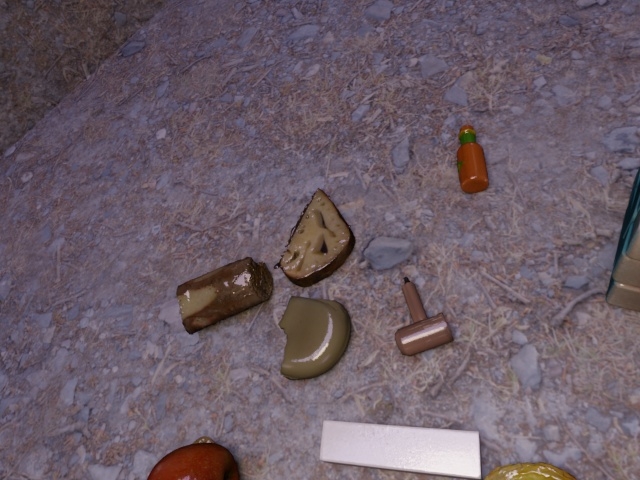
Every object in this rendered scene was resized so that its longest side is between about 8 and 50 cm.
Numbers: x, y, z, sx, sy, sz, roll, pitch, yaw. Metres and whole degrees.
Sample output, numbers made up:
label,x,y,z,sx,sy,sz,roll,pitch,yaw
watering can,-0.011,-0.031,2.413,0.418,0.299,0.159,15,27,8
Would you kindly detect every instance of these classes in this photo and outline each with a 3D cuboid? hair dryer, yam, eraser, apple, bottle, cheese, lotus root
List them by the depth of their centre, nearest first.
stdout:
label,x,y,z,sx,sy,sz,roll,pitch,yaw
eraser,0.152,0.400,0.892,0.297,0.076,0.078,-3,61,20
apple,-0.255,0.506,0.933,0.168,0.181,0.181,-14,57,6
hair dryer,0.209,0.158,1.026,0.117,0.064,0.182,-22,48,10
cheese,-0.024,0.221,1.057,0.175,0.091,0.203,10,66,28
bottle,0.375,-0.210,1.163,0.069,0.069,0.187,-7,58,18
yam,-0.245,0.135,1.177,0.238,0.130,0.128,-22,21,8
lotus root,0.000,0.000,1.186,0.170,0.074,0.261,21,70,29

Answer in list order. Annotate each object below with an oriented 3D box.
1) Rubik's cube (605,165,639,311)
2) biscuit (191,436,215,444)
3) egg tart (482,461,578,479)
label,x,y,z,sx,sy,sz,roll,pitch,yaw
Rubik's cube,0.710,-0.038,0.781,0.318,0.316,0.322,17,70,28
biscuit,-0.294,0.505,1.044,0.147,0.018,0.071,-42,55,-3
egg tart,0.358,0.474,0.761,0.212,0.090,0.213,-11,56,16
